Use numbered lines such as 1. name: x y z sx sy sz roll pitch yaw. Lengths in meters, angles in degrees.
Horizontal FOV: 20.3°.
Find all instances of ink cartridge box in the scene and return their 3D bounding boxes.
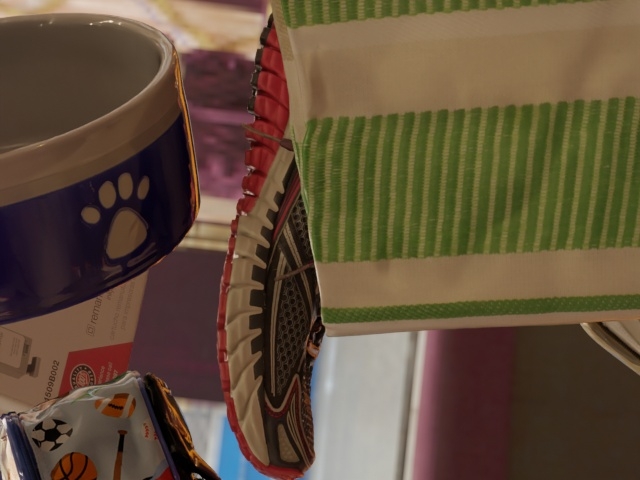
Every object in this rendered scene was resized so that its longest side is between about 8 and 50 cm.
1. ink cartridge box: -0.329 0.072 1.723 0.117 0.283 0.207 -35 38 49

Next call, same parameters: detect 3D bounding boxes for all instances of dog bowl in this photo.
1. dog bowl: -0.209 -0.049 1.106 0.265 0.265 0.104 -88 -10 -64

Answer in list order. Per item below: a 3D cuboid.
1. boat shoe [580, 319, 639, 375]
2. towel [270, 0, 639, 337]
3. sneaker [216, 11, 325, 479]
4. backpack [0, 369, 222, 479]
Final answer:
1. boat shoe: 0.370 0.107 1.557 0.113 0.302 0.103 -64 6 -26
2. towel: 0.095 -0.104 0.819 0.038 0.248 0.325 -70 -25 -61
3. sneaker: 0.000 0.000 1.106 0.121 0.112 0.299 81 -163 -79
4. backpack: -0.144 0.219 1.206 0.276 0.213 0.263 59 158 26
